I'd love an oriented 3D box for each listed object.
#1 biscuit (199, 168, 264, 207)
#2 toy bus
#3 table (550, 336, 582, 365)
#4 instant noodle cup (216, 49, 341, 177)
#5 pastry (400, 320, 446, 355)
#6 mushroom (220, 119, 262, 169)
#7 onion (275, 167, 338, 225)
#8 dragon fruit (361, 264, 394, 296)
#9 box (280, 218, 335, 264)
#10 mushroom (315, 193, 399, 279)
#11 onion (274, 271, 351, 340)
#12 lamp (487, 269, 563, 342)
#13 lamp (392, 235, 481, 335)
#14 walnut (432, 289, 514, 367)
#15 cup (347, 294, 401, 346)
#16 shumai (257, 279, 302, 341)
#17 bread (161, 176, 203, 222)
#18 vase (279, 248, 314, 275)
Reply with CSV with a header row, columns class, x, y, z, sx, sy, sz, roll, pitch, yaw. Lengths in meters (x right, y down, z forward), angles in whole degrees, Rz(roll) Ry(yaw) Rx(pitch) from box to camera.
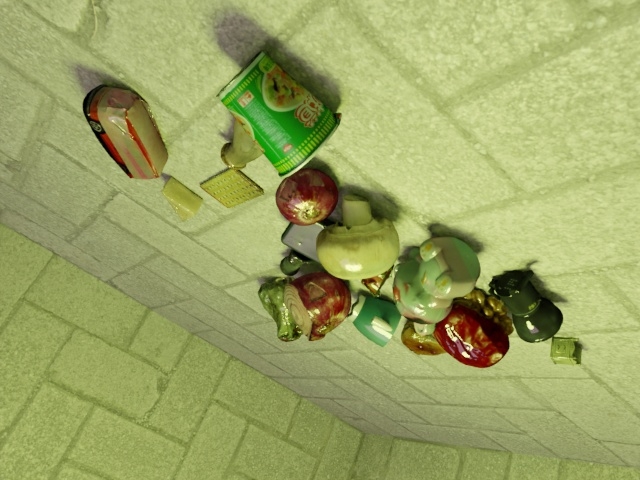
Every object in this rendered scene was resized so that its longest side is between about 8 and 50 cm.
class,x,y,z,sx,sy,sz,roll,pitch,yaw
biscuit,-0.291,-0.167,1.711,0.139,0.016,0.231,39,148,-26
toy bus,-0.564,-0.314,1.549,0.147,0.128,0.303,11,148,12
table,0.818,0.369,1.748,0.083,0.079,0.062,-5,143,39
instant noodle cup,-0.100,-0.296,1.191,0.232,0.207,0.207,44,146,-19
pastry,0.415,0.378,2.041,0.229,0.100,0.218,38,149,-28
mushroom,-0.192,-0.262,1.397,0.108,0.096,0.247,5,162,-22
onion,-0.037,-0.123,1.466,0.177,0.154,0.177,10,141,8
dragon fruit,0.189,0.095,1.722,0.142,0.138,0.175,-33,91,14
box,0.000,0.000,1.695,0.230,0.050,0.160,29,127,-11
mushroom,0.097,-0.014,1.494,0.260,0.254,0.235,-3,106,33
onion,0.003,0.225,1.962,0.230,0.273,0.256,-16,173,-24
lamp,0.589,0.173,1.547,0.227,0.147,0.172,48,168,-24
lamp,0.350,0.121,1.572,0.247,0.247,0.301,-8,152,-30
walnut,0.486,0.272,1.715,0.269,0.222,0.244,36,118,-12
cup,0.199,0.289,1.991,0.173,0.168,0.300,29,178,1
shumai,-0.162,0.295,2.206,0.260,0.222,0.225,29,154,-2
bread,-0.500,-0.143,1.845,0.152,0.077,0.105,39,147,-25
vase,-0.080,0.061,1.865,0.115,0.116,0.237,27,155,-7
